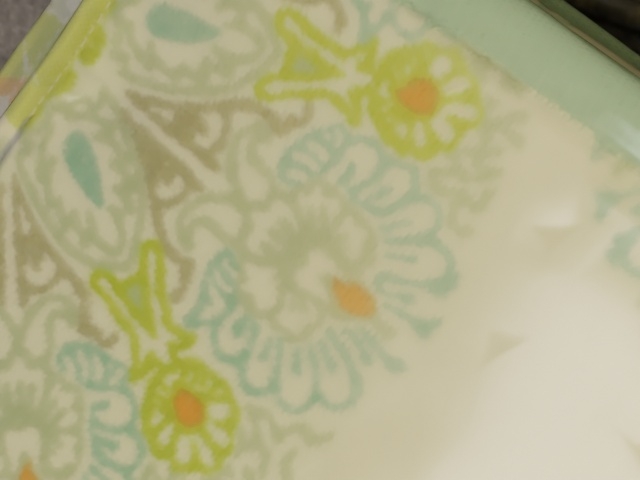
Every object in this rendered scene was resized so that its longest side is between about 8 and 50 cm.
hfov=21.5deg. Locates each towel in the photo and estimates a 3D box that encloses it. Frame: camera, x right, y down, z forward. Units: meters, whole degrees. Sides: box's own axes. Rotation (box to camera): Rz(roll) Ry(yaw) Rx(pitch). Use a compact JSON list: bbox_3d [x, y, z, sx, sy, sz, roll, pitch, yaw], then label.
[{"bbox_3d":[0.007,0.043,0.657,0.374,0.090,0.320,39,104,16],"label":"towel"}]
